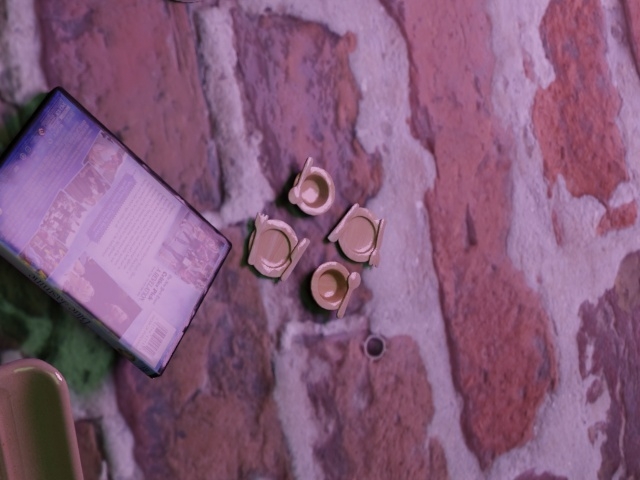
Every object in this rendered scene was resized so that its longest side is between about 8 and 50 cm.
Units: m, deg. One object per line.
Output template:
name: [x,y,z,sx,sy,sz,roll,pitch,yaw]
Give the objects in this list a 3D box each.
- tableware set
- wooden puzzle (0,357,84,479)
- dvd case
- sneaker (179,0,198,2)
tableware set: [0.000,0.000,1.301,0.169,0.020,0.141,36,70,-25]
wooden puzzle: [-0.366,0.291,0.978,0.348,0.080,0.322,-22,120,-35]
dvd case: [-0.213,-0.008,1.140,0.253,0.022,0.180,44,51,-23]
sneaker: [-0.158,-0.289,1.179,0.161,0.075,0.057,14,81,-31]
